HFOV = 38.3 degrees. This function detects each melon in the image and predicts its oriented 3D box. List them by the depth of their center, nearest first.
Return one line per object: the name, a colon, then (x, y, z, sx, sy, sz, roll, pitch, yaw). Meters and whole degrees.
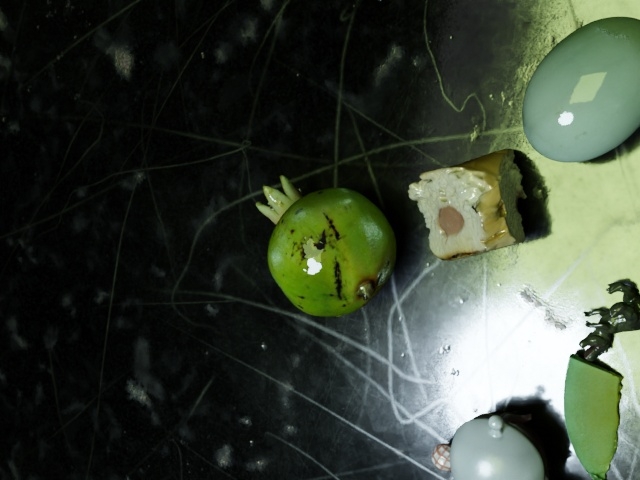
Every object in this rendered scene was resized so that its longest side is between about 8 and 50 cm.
melon: (0.512, 0.336, 1.716, 0.114, 0.053, 0.261, -7, 94, 10)

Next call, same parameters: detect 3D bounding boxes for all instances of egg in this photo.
egg: (0.473, -0.260, 1.602, 0.203, 0.203, 0.282, 49, 117, 17)

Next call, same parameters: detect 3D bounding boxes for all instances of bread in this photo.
bread: (0.266, -0.055, 1.720, 0.224, 0.211, 0.183, -18, 91, 23)

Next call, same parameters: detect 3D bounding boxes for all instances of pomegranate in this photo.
pomegranate: (0.000, 0.000, 1.857, 0.341, 0.260, 0.260, 42, 111, 23)

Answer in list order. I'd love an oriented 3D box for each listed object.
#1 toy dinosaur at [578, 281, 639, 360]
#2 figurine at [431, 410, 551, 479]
toy dinosaur: (0.575, 0.163, 1.678, 0.179, 0.087, 0.187, 35, 131, -16)
figurine: (0.323, 0.482, 1.751, 0.281, 0.167, 0.370, 18, 110, 31)
